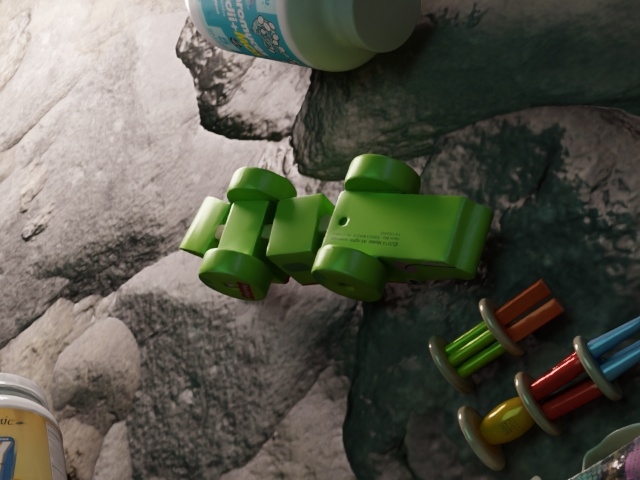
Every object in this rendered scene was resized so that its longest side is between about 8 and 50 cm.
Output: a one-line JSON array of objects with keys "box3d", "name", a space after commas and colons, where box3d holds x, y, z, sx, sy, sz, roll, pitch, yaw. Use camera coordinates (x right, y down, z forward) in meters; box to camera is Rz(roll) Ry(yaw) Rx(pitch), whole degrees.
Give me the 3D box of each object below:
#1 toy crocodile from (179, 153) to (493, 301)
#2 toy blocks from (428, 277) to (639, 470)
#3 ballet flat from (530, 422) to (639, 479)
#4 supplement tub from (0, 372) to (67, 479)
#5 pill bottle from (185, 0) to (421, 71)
[{"box3d": [0.000, 0.000, 0.896, 0.340, 0.105, 0.115, -2, 62, 36], "name": "toy crocodile"}, {"box3d": [0.162, 0.079, 0.718, 0.148, 0.054, 0.123, -36, 45, 19], "name": "toy blocks"}, {"box3d": [0.177, 0.172, 0.640, 0.221, 0.077, 0.079, -35, 26, 13], "name": "ballet flat"}, {"box3d": [-0.323, 0.246, 0.979, 0.144, 0.144, 0.199, -39, 44, 15], "name": "supplement tub"}, {"box3d": [-0.018, -0.258, 1.039, 0.264, 0.146, 0.146, 21, 78, 48], "name": "pill bottle"}]
